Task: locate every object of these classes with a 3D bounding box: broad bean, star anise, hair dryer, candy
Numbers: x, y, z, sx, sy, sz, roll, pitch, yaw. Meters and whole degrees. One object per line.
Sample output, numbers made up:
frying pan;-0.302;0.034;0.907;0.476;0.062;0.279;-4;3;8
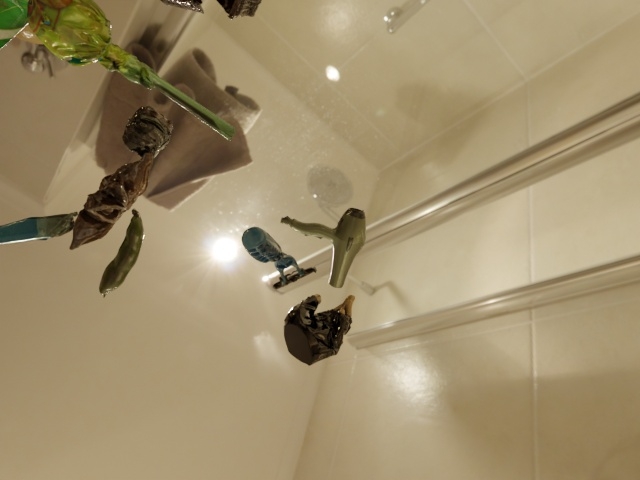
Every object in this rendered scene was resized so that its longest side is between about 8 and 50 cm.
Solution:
broad bean;-0.497;0.043;1.135;0.065;0.255;0.046;29;-167;-1
star anise;-0.571;-0.116;1.232;0.109;0.292;0.350;46;-128;-22
hair dryer;0.017;0.028;1.202;0.088;0.224;0.219;-95;-2;-72
candy;-0.209;-0.197;0.540;0.262;0.077;0.073;31;-90;-39

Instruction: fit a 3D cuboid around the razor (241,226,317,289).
razor;-0.066;0.027;0.658;0.253;0.082;0.042;58;-172;-74

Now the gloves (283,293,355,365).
gloves;0.011;0.192;1.052;0.203;0.124;0.164;-11;-136;-45

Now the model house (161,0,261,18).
model house;-0.183;-0.437;0.711;0.203;0.141;0.164;8;-137;-2

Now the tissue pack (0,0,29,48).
tissue pack;-0.657;-0.435;0.799;0.148;0.209;0.156;55;-172;7

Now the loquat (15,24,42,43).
loquat;-0.710;-0.596;1.097;0.213;0.213;0.213;19;-121;-35

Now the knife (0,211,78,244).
knife;-0.561;-0.009;0.760;0.296;0.026;0.044;-8;-104;-3

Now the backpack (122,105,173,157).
backpack;-0.480;-0.301;1.255;0.120;0.106;0.165;30;-153;-30
